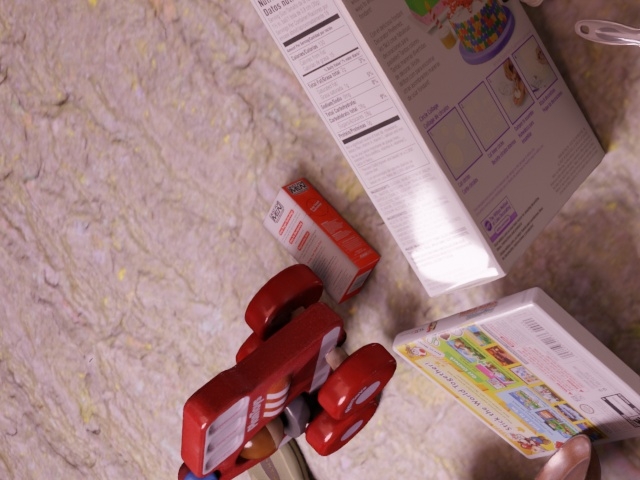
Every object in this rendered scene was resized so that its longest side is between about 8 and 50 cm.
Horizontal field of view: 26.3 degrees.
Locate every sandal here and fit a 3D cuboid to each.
[{"bbox_3d":[-0.044,0.374,1.819,0.120,0.086,0.303,-43,74,41],"label":"sandal"}]

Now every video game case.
[{"bbox_3d":[0.221,0.144,1.423,0.227,0.026,0.206,39,143,-23],"label":"video game case"}]

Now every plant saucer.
[{"bbox_3d":[0.244,0.281,1.419,0.029,0.168,0.168,30,133,-2],"label":"plant saucer"}]

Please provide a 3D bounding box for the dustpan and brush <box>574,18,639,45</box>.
[{"bbox_3d":[0.331,-0.177,1.219,0.211,0.060,0.147,20,122,36],"label":"dustpan and brush"}]

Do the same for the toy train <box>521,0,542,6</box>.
[{"bbox_3d":[0.151,-0.243,1.378,0.125,0.046,0.166,50,133,-4],"label":"toy train"}]

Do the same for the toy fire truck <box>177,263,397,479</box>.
[{"bbox_3d":[-0.067,0.190,1.614,0.169,0.254,0.302,47,154,17],"label":"toy fire truck"}]

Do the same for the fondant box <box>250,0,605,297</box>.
[{"bbox_3d":[0.108,-0.150,1.272,0.096,0.238,0.330,-20,106,43],"label":"fondant box"}]

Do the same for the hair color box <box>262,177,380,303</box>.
[{"bbox_3d":[0.000,0.000,1.637,0.141,0.043,0.072,46,135,17],"label":"hair color box"}]
